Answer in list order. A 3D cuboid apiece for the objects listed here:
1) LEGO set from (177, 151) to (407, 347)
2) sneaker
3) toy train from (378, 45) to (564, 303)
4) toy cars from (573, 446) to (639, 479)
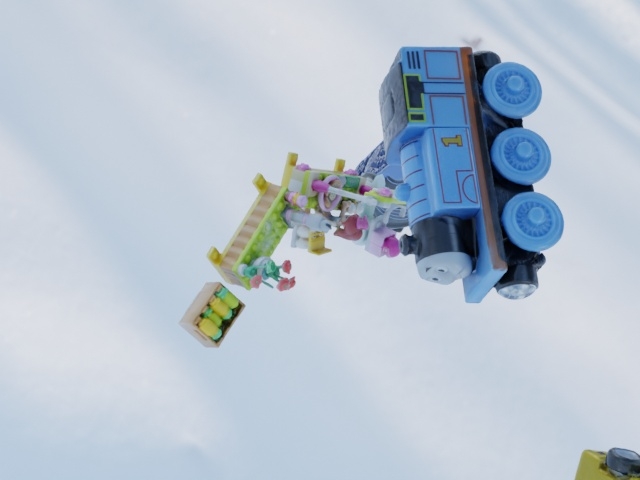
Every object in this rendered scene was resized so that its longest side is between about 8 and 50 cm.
[{"bbox_3d":[0.000,0.000,1.332,0.107,0.132,0.287,17,30,32],"label":"LEGO set"},{"bbox_3d":[0.096,-0.067,1.671,0.090,0.081,0.232,31,-17,-8],"label":"sneaker"},{"bbox_3d":[0.099,-0.046,1.006,0.105,0.080,0.184,-1,68,-11],"label":"toy train"},{"bbox_3d":[0.258,0.301,1.411,0.087,0.394,0.176,5,63,-34],"label":"toy cars"}]
